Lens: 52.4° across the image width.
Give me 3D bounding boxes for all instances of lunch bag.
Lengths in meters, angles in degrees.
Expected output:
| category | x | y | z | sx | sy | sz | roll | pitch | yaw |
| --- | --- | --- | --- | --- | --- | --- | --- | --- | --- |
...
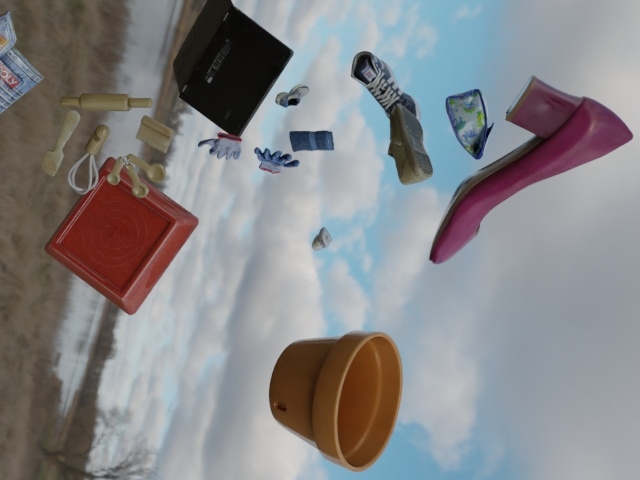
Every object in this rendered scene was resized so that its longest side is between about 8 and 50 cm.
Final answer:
| category | x | y | z | sx | sy | sz | roll | pitch | yaw |
| --- | --- | --- | --- | --- | --- | --- | --- | --- | --- |
| lunch bag | 0.337 | -0.257 | 1.446 | 0.129 | 0.096 | 0.151 | -38 | 116 | -71 |

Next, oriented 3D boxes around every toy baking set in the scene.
| category | x | y | z | sx | sy | sz | roll | pitch | yaw |
| --- | --- | --- | --- | --- | --- | --- | --- | --- | --- |
| toy baking set | -0.385 | -0.167 | 1.149 | 0.030 | 0.256 | 0.197 | -79 | 174 | -62 |

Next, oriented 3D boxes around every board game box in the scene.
| category | x | y | z | sx | sy | sz | roll | pitch | yaw |
| --- | --- | --- | --- | --- | --- | --- | --- | --- | --- |
| board game box | -0.715 | -0.395 | 1.417 | 0.194 | 0.194 | 0.060 | -38 | -147 | 4 |

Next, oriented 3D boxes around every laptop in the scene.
| category | x | y | z | sx | sy | sz | roll | pitch | yaw |
| --- | --- | --- | --- | --- | --- | --- | --- | --- | --- |
| laptop | -0.330 | -0.653 | 2.335 | 0.382 | 0.408 | 0.236 | -52 | -177 | 26 |

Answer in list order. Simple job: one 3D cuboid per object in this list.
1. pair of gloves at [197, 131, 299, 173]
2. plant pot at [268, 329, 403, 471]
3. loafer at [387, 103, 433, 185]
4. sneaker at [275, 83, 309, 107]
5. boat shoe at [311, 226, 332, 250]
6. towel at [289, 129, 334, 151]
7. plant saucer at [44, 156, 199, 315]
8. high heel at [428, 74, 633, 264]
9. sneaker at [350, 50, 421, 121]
| category | x | y | z | sx | sy | sz | roll | pitch | yaw |
| --- | --- | --- | --- | --- | --- | --- | --- | --- | --- |
| pair of gloves | -0.144 | -0.169 | 1.287 | 0.159 | 0.198 | 0.023 | 156 | -53 | -75 |
| plant pot | 0.025 | 0.331 | 1.413 | 0.203 | 0.291 | 0.291 | 4 | -103 | 33 |
| loafer | 0.223 | -0.257 | 1.745 | 0.092 | 0.102 | 0.268 | -35 | -134 | 32 |
| sneaker | -0.083 | -0.471 | 2.153 | 0.058 | 0.135 | 0.052 | 41 | -33 | 27 |
| boat shoe | 0.000 | 0.000 | 1.294 | 0.035 | 0.035 | 0.100 | -28 | -169 | 12 |
| towel | -0.024 | -0.267 | 1.749 | 0.067 | 0.119 | 0.029 | 76 | 20 | -55 |
| plant saucer | -0.439 | -0.013 | 1.402 | 0.259 | 0.258 | 0.048 | -55 | 173 | 0 |
| high heel | 0.326 | -0.070 | 1.071 | 0.377 | 0.181 | 0.127 | -63 | 176 | 37 |
| sneaker | 0.189 | -0.456 | 1.964 | 0.099 | 0.153 | 0.282 | -39 | -119 | 24 |
